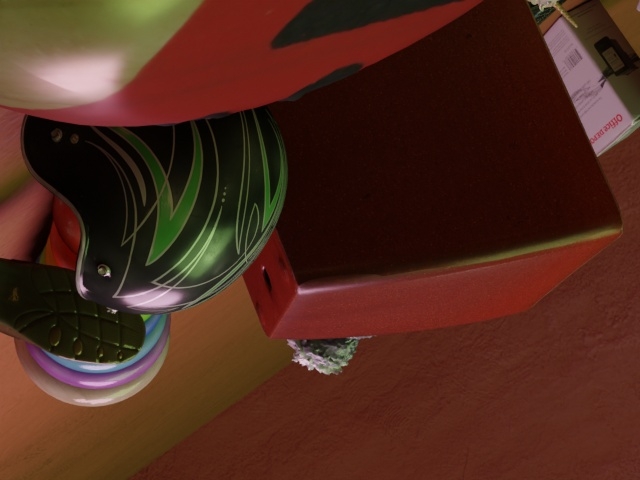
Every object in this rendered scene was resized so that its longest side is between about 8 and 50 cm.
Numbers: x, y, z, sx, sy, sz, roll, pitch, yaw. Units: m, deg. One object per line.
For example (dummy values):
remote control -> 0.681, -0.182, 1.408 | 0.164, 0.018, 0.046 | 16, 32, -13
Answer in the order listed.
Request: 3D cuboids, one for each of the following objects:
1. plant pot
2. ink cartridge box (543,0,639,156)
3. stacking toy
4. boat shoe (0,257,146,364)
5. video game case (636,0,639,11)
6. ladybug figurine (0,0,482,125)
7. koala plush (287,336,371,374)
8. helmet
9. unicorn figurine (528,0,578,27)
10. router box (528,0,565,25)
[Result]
plant pot -> 0.043, -0.057, 1.200 | 0.236, 0.267, 0.267 | -19, 168, -13
ink cartridge box -> 0.321, -0.188, 1.770 | 0.063, 0.150, 0.109 | -29, 171, -25
stacking toy -> -0.179, 0.020, 1.236 | 0.141, 0.141, 0.330 | -30, 164, -22
boat shoe -> -0.216, 0.044, 1.130 | 0.060, 0.178, 0.064 | -163, -89, -78
video game case -> 0.401, -0.320, 1.390 | 0.232, 0.042, 0.210 | -26, 142, -37
ladybug figurine -> -0.020, -0.160, 0.612 | 0.305, 0.162, 0.449 | -40, 169, 39
koala plush -> 0.000, 0.000, 1.393 | 0.196, 0.221, 0.203 | -37, 171, 24
helmet -> -0.103, -0.038, 0.994 | 0.169, 0.161, 0.169 | -33, 172, -5
unicorn figurine -> 0.179, -0.233, 1.342 | 0.162, 0.060, 0.111 | -11, 163, -25
router box -> 0.172, -0.209, 1.477 | 0.092, 0.038, 0.122 | -26, 168, -46
